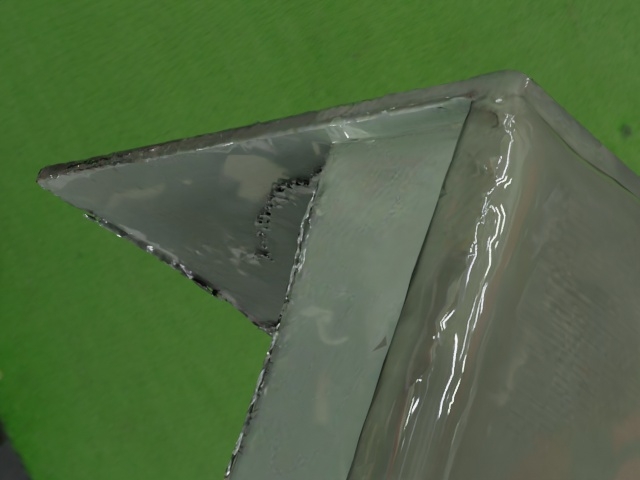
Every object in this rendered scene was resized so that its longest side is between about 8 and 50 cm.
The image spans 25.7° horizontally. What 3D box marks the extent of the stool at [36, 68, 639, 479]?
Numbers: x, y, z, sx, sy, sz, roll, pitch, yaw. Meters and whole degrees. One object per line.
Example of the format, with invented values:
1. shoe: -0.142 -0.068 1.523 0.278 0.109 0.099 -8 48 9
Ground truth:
1. stool: -0.012 0.103 0.474 0.270 0.243 0.170 -5 148 47
